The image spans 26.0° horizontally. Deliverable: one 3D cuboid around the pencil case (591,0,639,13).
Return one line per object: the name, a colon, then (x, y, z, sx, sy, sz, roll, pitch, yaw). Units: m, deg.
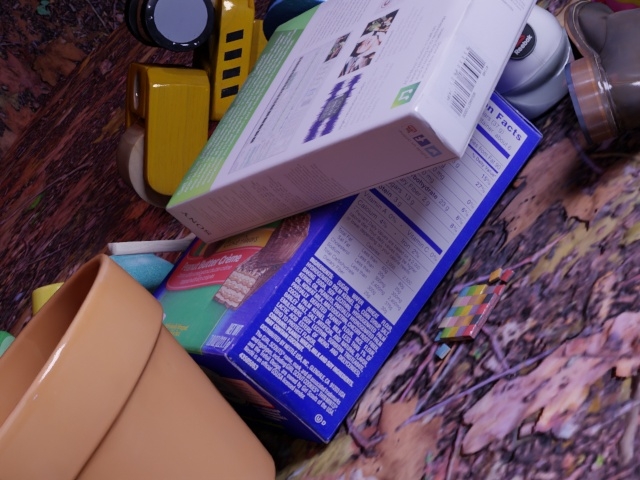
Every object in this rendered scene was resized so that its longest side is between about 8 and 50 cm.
pencil case: (0.298, -0.287, 1.149, 0.104, 0.104, 0.236, -16, 35, 58)

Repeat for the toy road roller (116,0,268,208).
toy road roller: (-0.145, -0.210, 1.907, 0.202, 0.240, 0.330, -149, 63, -71)

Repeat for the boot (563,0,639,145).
boot: (0.245, -0.141, 1.047, 0.106, 0.082, 0.219, -17, 25, 18)

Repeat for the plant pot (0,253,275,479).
plant pot: (-0.170, 0.183, 1.030, 0.291, 0.203, 0.291, -49, 14, 16)

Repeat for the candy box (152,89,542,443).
candy box: (0.000, 0.000, 1.185, 0.317, 0.122, 0.268, -53, 20, -17)

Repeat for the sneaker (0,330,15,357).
sneaker: (-0.268, 0.199, 1.337, 0.123, 0.109, 0.296, -31, 50, 2)

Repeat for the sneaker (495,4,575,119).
sneaker: (0.126, -0.205, 1.297, 0.122, 0.146, 0.330, -50, 17, -4)

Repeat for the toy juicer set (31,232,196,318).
toy juicer set: (-0.158, 0.055, 1.399, 0.209, 0.090, 0.329, -8, -9, -28)

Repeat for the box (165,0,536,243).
box: (0.028, -0.127, 1.111, 0.322, 0.058, 0.232, -15, 39, 50)

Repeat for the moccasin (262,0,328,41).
moccasin: (0.015, -0.227, 1.405, 0.342, 0.137, 0.117, 82, -150, -81)

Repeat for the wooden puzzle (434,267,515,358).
wooden puzzle: (0.109, 0.052, 1.017, 0.083, 0.006, 0.049, -56, 20, -23)
